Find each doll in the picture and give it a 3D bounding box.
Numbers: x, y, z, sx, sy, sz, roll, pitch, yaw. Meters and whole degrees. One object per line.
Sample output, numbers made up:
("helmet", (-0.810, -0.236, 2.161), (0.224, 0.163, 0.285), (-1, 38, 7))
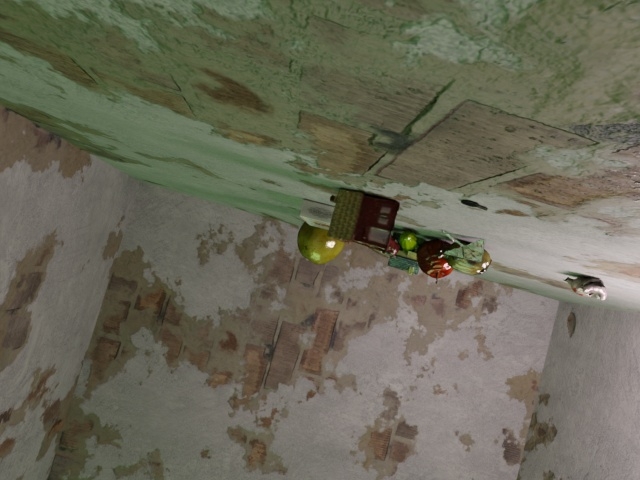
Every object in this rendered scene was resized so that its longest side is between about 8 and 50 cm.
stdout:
("doll", (1.307, 0.227, 2.058), (0.149, 0.095, 0.192), (22, 178, 2))

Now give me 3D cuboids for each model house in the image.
("model house", (0.144, -0.076, 1.580), (0.254, 0.195, 0.160), (16, 178, 4))
("model house", (0.482, 0.079, 2.390), (0.194, 0.211, 0.170), (16, 179, 14))

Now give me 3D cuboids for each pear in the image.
("pear", (0.000, 0.000, 2.609), (0.304, 0.303, 0.304), (16, 176, 1))

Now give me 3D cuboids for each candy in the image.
("candy", (0.446, -0.005, 2.141), (0.097, 0.096, 0.209), (14, 175, 17))

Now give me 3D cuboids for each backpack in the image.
("backpack", (0.326, 0.000, 2.265), (0.229, 0.138, 0.229), (31, -178, -1))

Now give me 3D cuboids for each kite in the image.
("kite", (0.639, 0.024, 1.883), (0.250, 0.012, 0.229), (35, 146, -16))

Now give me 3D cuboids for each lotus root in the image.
("lotus root", (0.681, 0.074, 2.025), (0.278, 0.154, 0.154), (14, 176, 11))

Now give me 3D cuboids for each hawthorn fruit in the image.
("hawthorn fruit", (0.601, 0.118, 2.163), (0.208, 0.243, 0.207), (4, 143, 3))

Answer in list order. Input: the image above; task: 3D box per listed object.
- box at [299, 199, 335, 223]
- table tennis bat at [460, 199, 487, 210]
("box", (0.025, -0.119, 2.192), (0.210, 0.095, 0.330), (14, 177, 8))
("table tennis bat", (0.459, -0.105, 1.252), (0.083, 0.007, 0.050), (17, 176, -5))
